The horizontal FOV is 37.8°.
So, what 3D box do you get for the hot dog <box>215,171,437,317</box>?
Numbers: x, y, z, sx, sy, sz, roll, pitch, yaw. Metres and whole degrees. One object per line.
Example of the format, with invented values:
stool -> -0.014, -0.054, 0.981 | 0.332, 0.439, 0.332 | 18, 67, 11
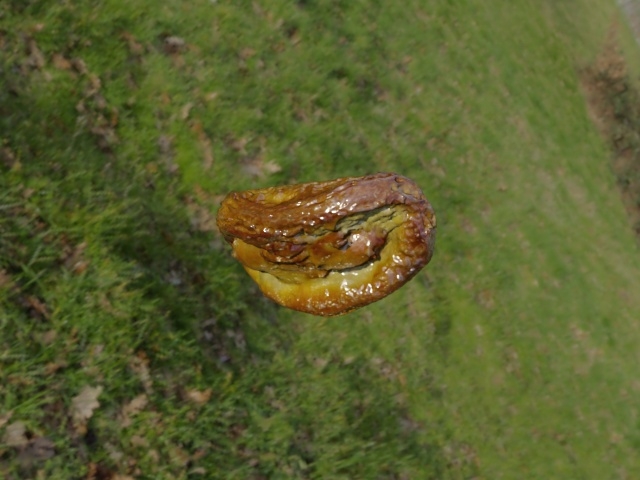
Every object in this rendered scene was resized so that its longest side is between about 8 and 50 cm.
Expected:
hot dog -> 0.001, -0.001, 0.592 | 0.099, 0.147, 0.065 | 61, 38, -40
